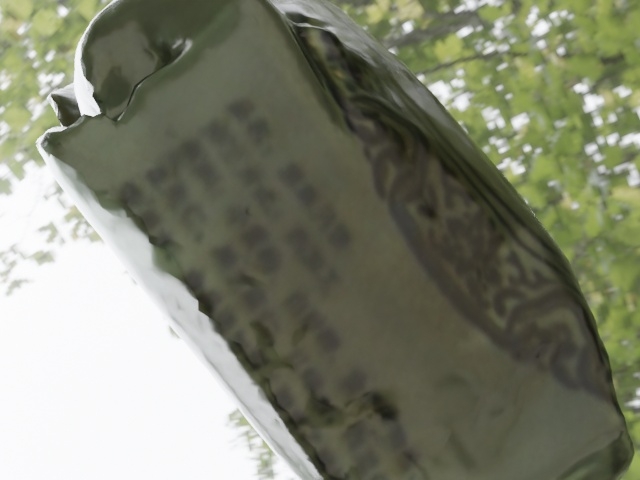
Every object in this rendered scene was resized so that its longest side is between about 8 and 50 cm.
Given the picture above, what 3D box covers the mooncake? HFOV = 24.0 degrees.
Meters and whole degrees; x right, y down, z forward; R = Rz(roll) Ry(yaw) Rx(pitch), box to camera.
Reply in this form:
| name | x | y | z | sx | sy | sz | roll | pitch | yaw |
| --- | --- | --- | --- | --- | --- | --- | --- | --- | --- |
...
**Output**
| name | x | y | z | sx | sy | sz | roll | pitch | yaw |
| --- | --- | --- | --- | --- | --- | --- | --- | --- | --- |
| mooncake | 0.005 | -0.002 | 0.605 | 0.136 | 0.250 | 0.254 | -36 | -77 | 3 |
